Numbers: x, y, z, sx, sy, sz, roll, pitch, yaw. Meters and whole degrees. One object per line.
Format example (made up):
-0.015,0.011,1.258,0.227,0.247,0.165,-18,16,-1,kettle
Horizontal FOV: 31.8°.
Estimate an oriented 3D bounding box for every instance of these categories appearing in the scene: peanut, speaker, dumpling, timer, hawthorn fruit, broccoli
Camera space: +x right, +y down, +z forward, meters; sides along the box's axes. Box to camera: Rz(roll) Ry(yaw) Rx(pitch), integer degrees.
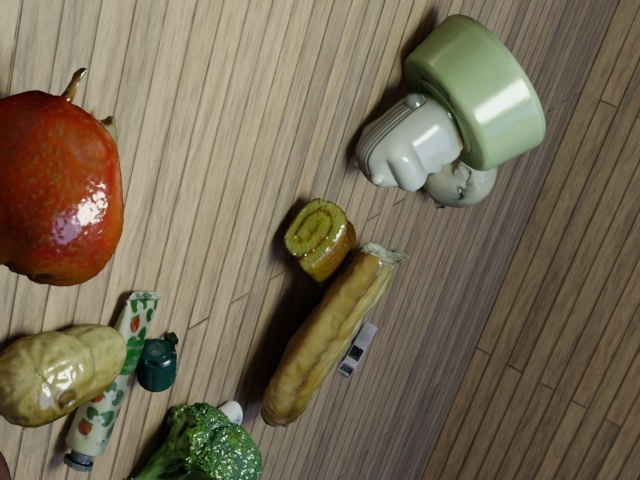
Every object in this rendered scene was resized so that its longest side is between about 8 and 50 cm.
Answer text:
-0.325,0.163,1.427,0.236,0.110,0.120,-22,128,-63,peanut
-0.241,0.182,1.725,0.094,0.060,0.075,-43,154,-42,speaker
0.303,-0.185,2.468,0.175,0.243,0.227,30,67,-32,dumpling
0.204,-0.209,2.057,0.315,0.291,0.291,-37,156,-7,timer
-0.278,-0.070,1.132,0.196,0.197,0.225,26,80,-70,hawthorn fruit
-0.213,0.411,1.912,0.242,0.261,0.269,-17,145,-6,broccoli

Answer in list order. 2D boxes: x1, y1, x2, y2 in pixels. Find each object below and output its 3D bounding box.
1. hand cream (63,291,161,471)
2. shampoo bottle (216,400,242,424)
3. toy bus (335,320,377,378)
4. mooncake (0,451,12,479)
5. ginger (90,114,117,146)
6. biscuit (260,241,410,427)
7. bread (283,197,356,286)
-0.301,0.201,1.620,0.276,0.059,0.095,-68,162,5,hand cream
-0.184,0.341,2.097,0.099,0.043,0.072,-30,144,-56,shampoo bottle
0.077,0.226,2.323,0.130,0.037,0.052,-56,179,-42,toy bus
-0.472,0.301,1.170,0.334,0.174,0.326,-27,143,-59,mooncake
-0.280,-0.070,1.326,0.069,0.051,0.173,-28,147,-48,ginger
0.020,0.170,2.210,0.446,0.104,0.429,-56,176,15,biscuit
0.000,0.000,1.998,0.132,0.103,0.172,-53,165,-3,bread
